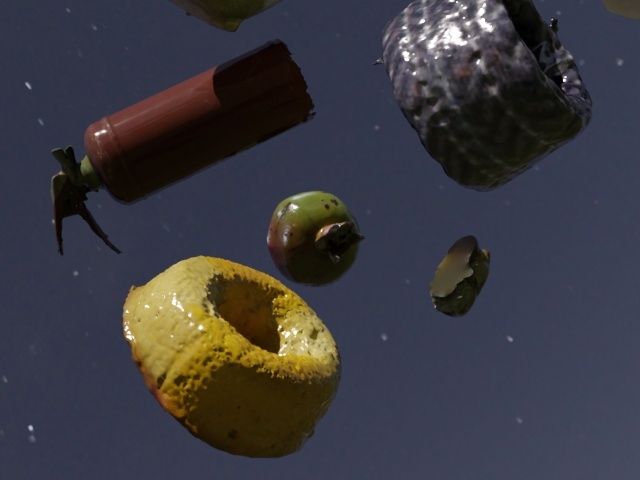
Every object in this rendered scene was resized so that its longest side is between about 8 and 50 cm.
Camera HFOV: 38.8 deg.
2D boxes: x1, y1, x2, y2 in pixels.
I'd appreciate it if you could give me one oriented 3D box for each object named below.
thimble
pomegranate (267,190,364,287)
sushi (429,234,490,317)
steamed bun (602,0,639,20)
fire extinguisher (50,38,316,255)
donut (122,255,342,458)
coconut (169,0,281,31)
[{"bbox_3d":[0.076,-0.077,0.416,0.066,0.095,0.104,-34,-2,27],"label":"thimble"},{"bbox_3d":[0.000,0.007,1.188,0.129,0.159,0.129,-13,-58,-21],"label":"pomegranate"},{"bbox_3d":[0.138,0.039,0.855,0.083,0.044,0.046,-55,-54,-29],"label":"sushi"},{"bbox_3d":[0.311,-0.321,0.787,0.164,0.146,0.242,-45,-53,-12],"label":"steamed bun"},{"bbox_3d":[-0.167,-0.097,1.043,0.337,0.106,0.147,-27,-82,-5],"label":"fire extinguisher"},{"bbox_3d":[-0.053,0.075,0.655,0.065,0.162,0.178,-48,-17,21],"label":"donut"},{"bbox_3d":[-0.101,-0.323,0.983,0.194,0.194,0.194,-21,-48,-25],"label":"coconut"}]
